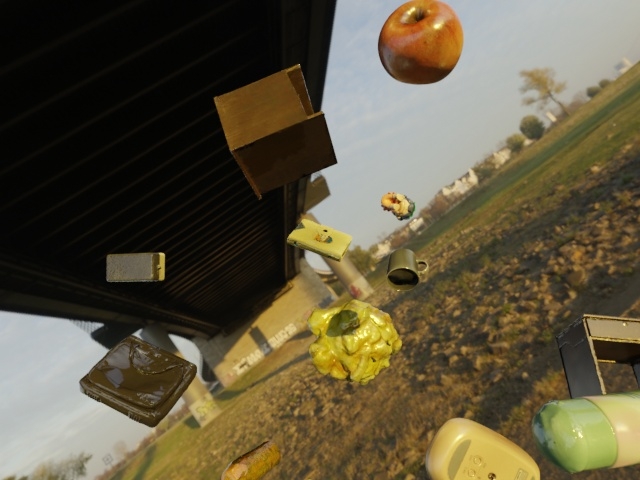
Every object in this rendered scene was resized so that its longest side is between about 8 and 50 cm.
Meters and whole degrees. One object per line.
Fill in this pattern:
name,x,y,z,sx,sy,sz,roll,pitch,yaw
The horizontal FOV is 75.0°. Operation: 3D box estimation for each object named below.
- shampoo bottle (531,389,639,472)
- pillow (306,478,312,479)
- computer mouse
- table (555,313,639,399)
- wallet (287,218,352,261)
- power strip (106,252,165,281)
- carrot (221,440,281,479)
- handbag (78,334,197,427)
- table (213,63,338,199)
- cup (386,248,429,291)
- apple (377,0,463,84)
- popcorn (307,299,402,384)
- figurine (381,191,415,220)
shampoo bottle,0.650,0.423,0.935,0.350,0.151,0.221,-2,-24,-10
pillow,0.003,0.730,1.109,0.033,0.217,0.130,-11,46,44
computer mouse,0.304,0.432,0.794,0.145,0.237,0.082,-62,11,-10
table,0.927,0.405,1.296,0.196,0.251,0.281,92,-176,-57
wallet,0.000,0.000,1.150,0.110,0.155,0.039,-55,-19,-48
power strip,-0.684,0.101,1.552,0.257,0.105,0.070,-3,-3,27
carrot,-0.187,0.613,1.130,0.082,0.082,0.173,-42,-22,24
handbag,-0.550,0.416,1.280,0.244,0.276,0.088,-55,-16,-60
table,-0.090,-0.227,0.895,0.193,0.169,0.172,-23,-31,1
cup,0.208,0.066,0.994,0.100,0.078,0.077,-11,35,21
apple,0.307,-0.597,1.284,0.254,0.253,0.253,-37,-8,-6
popcorn,0.126,0.352,1.455,0.279,0.274,0.335,-25,-29,14
figurine,0.326,-0.151,1.731,0.195,0.102,0.111,20,-91,-46
